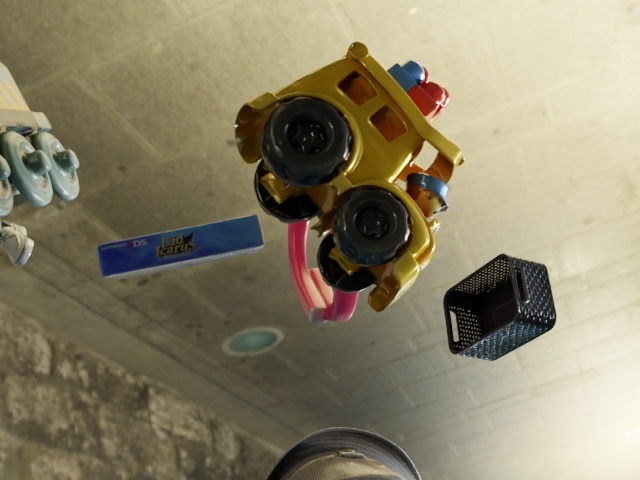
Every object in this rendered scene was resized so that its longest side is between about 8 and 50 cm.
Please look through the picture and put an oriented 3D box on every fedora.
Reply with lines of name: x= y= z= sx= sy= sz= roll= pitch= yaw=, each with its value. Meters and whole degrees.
fedora: x=0.055 y=0.352 z=1.028 sx=0.275 sy=0.244 sz=0.124 roll=22 pitch=159 yaw=-23

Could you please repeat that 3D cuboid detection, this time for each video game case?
video game case: x=-0.243 y=0.015 z=1.490 sx=0.269 sy=0.061 sz=0.244 roll=-11 pitch=177 yaw=-9

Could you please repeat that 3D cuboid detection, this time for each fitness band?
fitness band: x=0.000 y=0.000 z=1.271 sx=0.054 sy=0.291 sz=0.209 roll=-1 pitch=113 yaw=-14

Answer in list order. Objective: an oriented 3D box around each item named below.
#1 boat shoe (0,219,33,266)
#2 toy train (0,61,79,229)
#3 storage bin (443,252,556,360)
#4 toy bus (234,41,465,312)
boat shoe: x=-0.364 y=0.000 z=0.993 sx=0.035 sy=0.100 sz=0.035 roll=30 pitch=97 yaw=-33
toy train: x=-0.341 y=-0.097 z=0.781 sx=0.142 sy=0.190 sz=0.334 roll=-24 pitch=-174 yaw=5
storage bin: x=0.294 y=0.114 z=1.406 sx=0.084 sy=0.122 sz=0.180 roll=12 pitch=147 yaw=-26
toy bus: x=0.057 y=-0.074 z=0.799 sx=0.211 sy=0.220 sz=0.149 roll=-37 pitch=172 yaw=-17
